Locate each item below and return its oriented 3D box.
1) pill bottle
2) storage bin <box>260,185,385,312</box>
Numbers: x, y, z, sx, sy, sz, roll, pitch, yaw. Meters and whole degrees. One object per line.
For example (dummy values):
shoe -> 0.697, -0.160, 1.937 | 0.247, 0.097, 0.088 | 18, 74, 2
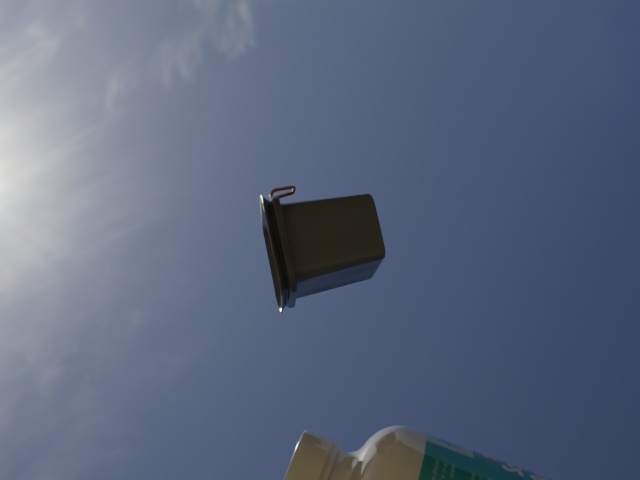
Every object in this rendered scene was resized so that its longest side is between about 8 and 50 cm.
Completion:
pill bottle -> 0.097, 0.218, 0.657 | 0.264, 0.146, 0.146 | 20, -117, 4
storage bin -> 0.000, 0.000, 0.809 | 0.091, 0.135, 0.098 | -11, -101, -6
